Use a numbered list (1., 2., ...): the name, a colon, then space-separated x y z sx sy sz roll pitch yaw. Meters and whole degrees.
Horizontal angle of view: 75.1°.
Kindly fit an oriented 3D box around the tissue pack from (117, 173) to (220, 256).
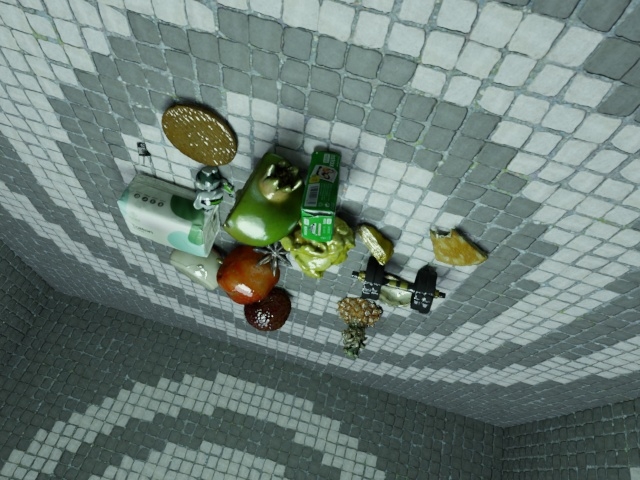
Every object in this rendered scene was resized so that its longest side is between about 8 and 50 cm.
1. tissue pack: -0.613 -0.095 1.733 0.357 0.193 0.266 19 150 -1

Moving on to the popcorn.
1. popcorn: 0.000 0.000 1.564 0.250 0.234 0.242 -29 143 12

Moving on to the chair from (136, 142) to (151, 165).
1. chair: -0.657 -0.323 1.551 0.037 0.042 0.086 11 113 9

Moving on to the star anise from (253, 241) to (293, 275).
1. star anise: -0.209 0.061 1.846 0.205 0.180 0.061 26 -175 -16

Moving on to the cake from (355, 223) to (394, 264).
1. cake: 0.226 -0.005 1.609 0.184 0.116 0.080 53 140 3

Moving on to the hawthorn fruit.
1. hawthorn fruit: -0.352 0.157 1.945 0.300 0.275 0.275 31 147 -11

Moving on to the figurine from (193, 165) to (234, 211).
1. figurine: -0.414 -0.186 1.560 0.126 0.147 0.192 31 132 14

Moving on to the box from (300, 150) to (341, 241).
1. box: 0.004 -0.138 1.299 0.103 0.249 0.180 8 150 3

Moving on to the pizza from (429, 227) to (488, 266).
1. pizza: 0.480 0.024 1.524 0.181 0.034 0.262 -17 135 43

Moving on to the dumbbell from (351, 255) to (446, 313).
1. dumbbell: 0.319 0.183 1.716 0.389 0.184 0.185 12 149 8

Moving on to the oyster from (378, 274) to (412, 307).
1. oyster: 0.322 0.208 1.870 0.295 0.094 0.166 35 128 -10

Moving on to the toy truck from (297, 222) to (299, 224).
1. toy truck: -0.069 -0.053 1.689 0.084 0.024 0.032 19 171 2

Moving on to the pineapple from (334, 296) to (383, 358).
1. pineapple: 0.177 0.464 2.150 0.263 0.271 0.262 12 149 8

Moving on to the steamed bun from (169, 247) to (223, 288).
1. steamed bun: -0.589 0.107 2.052 0.283 0.177 0.283 27 160 11

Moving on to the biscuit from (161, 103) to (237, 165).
1. biscuit: -0.396 -0.346 1.374 0.263 0.037 0.261 13 149 8

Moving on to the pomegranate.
1. pomegranate: -0.144 -0.125 1.321 0.216 0.309 0.359 36 151 -19

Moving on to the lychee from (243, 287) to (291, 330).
1. lychee: -0.287 0.377 2.267 0.261 0.260 0.260 13 149 8
